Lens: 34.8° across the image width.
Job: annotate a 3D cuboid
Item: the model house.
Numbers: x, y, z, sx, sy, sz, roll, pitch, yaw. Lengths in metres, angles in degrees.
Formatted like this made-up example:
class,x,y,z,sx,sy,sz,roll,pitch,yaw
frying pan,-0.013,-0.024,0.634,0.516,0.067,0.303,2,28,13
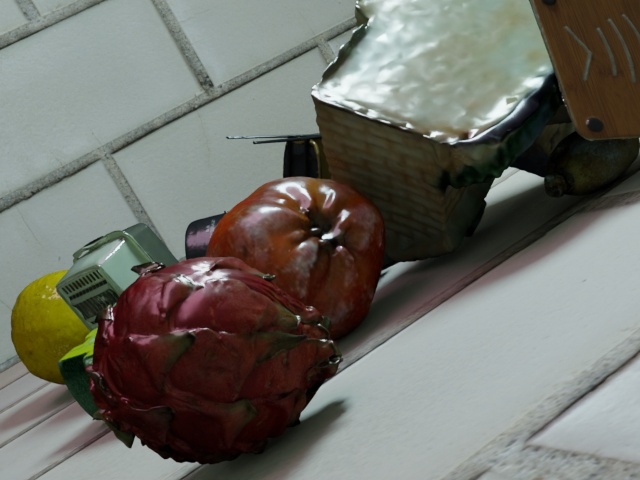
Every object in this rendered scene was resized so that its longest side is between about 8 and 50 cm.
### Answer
class,x,y,z,sx,sy,sz,roll,pitch,yaw
model house,0.235,-0.190,1.666,0.395,0.400,0.445,21,56,22

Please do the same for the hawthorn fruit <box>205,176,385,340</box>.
class,x,y,z,sx,sy,sz,roll,pitch,yaw
hawthorn fruit,-0.042,0.033,1.512,0.284,0.284,0.284,-28,7,4

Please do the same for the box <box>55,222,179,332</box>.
class,x,y,z,sx,sy,sz,roll,pitch,yaw
box,-0.368,0.116,2.051,0.220,0.291,0.166,-22,21,43

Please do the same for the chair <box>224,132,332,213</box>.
class,x,y,z,sx,sy,sz,roll,pitch,yaw
chair,-0.046,-0.122,1.924,0.246,0.159,0.172,-5,14,-26

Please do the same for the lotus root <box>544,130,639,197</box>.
class,x,y,z,sx,sy,sz,roll,pitch,yaw
lotus root,0.401,-0.118,1.537,0.192,0.088,0.113,-36,22,-33

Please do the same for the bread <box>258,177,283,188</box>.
class,x,y,z,sx,sy,sz,roll,pitch,yaw
bread,-0.073,-0.052,2.444,0.104,0.199,0.199,-23,9,13

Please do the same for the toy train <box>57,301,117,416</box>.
class,x,y,z,sx,sy,sz,roll,pitch,yaw
toy train,-0.248,0.166,1.747,0.442,0.179,0.272,-22,16,35

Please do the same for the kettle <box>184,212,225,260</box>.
class,x,y,z,sx,sy,sz,roll,pitch,yaw
kettle,-0.100,0.048,2.009,0.290,0.207,0.268,-13,37,11

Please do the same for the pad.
class,x,y,z,sx,sy,sz,roll,pitch,yaw
pad,0.457,-0.272,1.467,0.283,0.287,0.018,-5,-25,-14

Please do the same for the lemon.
class,x,y,z,sx,sy,sz,roll,pitch,yaw
lemon,-0.549,0.194,2.302,0.321,0.268,0.268,-4,19,29

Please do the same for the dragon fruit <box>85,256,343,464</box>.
class,x,y,z,sx,sy,sz,roll,pitch,yaw
dragon fruit,-0.122,0.135,1.185,0.298,0.245,0.244,-7,0,-19

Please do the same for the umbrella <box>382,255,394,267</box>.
class,x,y,z,sx,sy,sz,roll,pitch,yaw
umbrella,0.138,0.020,1.812,0.133,0.031,0.036,-27,-19,15
